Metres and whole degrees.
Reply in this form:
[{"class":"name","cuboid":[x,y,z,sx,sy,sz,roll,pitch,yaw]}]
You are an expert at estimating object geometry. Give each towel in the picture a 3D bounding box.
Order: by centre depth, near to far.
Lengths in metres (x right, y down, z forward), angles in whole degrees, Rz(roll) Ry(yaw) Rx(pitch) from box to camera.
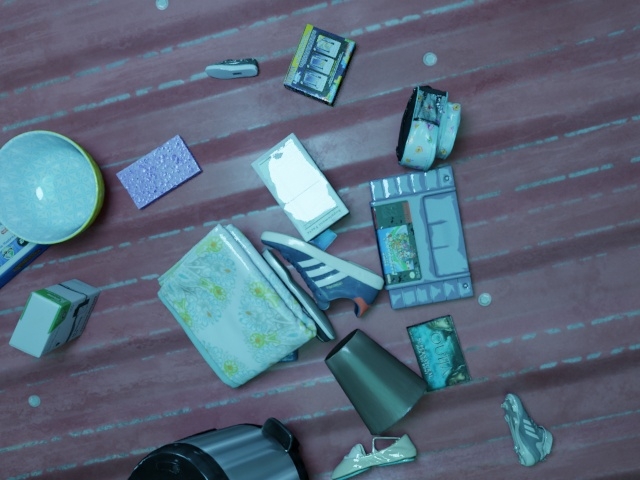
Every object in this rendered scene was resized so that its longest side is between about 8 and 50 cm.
[{"class":"towel","cuboid":[-0.235,0.176,1.238,0.320,0.090,0.374,-38,91,31]},{"class":"towel","cuboid":[-0.098,0.279,1.323,0.067,0.029,0.119,-3,93,4]}]

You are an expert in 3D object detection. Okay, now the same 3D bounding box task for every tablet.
[{"class":"tablet","cuboid":[0.000,0.000,1.310,0.054,0.006,0.083,41,96,0]}]

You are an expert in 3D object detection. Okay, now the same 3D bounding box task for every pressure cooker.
[{"class":"pressure cooker","cuboid":[-0.230,0.663,1.180,0.370,0.420,0.375,-23,71,25]}]

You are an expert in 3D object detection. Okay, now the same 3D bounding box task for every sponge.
[{"class":"sponge","cuboid":[-0.446,-0.188,1.313,0.210,0.031,0.117,-31,91,5]}]

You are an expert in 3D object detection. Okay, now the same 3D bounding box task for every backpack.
[{"class":"backpack","cuboid":[0.267,-0.268,1.194,0.144,0.166,0.188,20,87,3]}]

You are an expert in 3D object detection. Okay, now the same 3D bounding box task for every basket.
[{"class":"basket","cuboid":[0.133,0.359,1.258,0.204,0.154,0.227,-42,87,4]}]

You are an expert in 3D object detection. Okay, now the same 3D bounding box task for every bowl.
[{"class":"bowl","cuboid":[-0.698,-0.136,1.269,0.289,0.156,0.289,0,93,3]}]

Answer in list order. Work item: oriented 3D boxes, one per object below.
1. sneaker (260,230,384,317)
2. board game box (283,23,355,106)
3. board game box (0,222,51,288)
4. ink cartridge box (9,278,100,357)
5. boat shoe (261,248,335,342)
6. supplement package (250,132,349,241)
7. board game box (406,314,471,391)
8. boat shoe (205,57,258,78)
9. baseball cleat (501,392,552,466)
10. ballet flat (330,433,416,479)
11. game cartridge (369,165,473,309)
[{"class":"sneaker","cuboid":[-0.013,0.094,1.250,0.350,0.131,0.148,25,93,-1]},{"class":"board game box","cuboid":[-0.002,-0.464,1.260,0.141,0.048,0.170,23,95,4]},{"class":"board game box","cuboid":[-0.962,-0.025,1.328,0.308,0.086,0.302,-38,91,5]},{"class":"ink cartridge box","cuboid":[-0.700,0.200,1.267,0.087,0.208,0.153,25,96,-2]},{"class":"boat shoe","cuboid":[-0.080,0.164,1.280,0.091,0.114,0.302,-40,79,4]},{"class":"supplement package","cuboid":[-0.047,-0.132,1.237,0.139,0.134,0.244,-35,89,5]},{"class":"board game box","cuboid":[0.324,0.309,1.301,0.126,0.026,0.186,-18,92,5]},{"class":"boat shoe","cuboid":[-0.238,-0.467,1.278,0.142,0.049,0.040,0,75,2]},{"class":"baseball cleat","cuboid":[0.563,0.503,1.287,0.109,0.072,0.206,-14,98,-9]},{"class":"ballet flat","cuboid":[0.140,0.594,1.313,0.248,0.086,0.086,-17,93,3]},{"class":"game cartridge","cuboid":[0.264,-0.005,1.270,0.230,0.068,0.355,-11,93,0]}]
